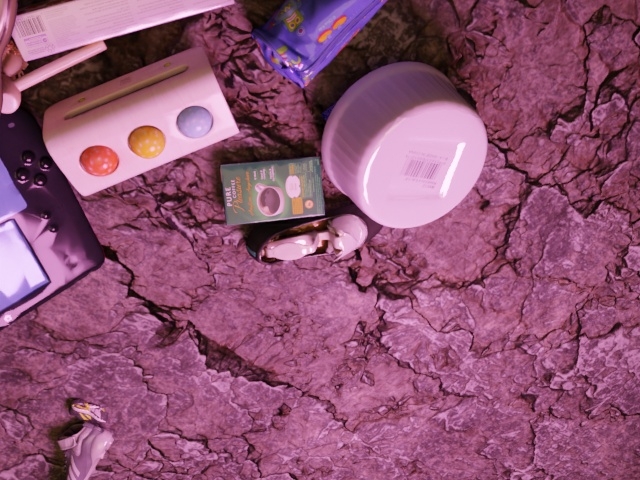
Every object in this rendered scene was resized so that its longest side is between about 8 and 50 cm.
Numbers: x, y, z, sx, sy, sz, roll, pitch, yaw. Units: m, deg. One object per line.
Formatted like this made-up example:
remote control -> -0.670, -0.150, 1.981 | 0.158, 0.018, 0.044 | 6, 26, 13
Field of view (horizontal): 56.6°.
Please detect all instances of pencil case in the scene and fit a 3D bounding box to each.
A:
pencil case -> 0.035, -0.379, 0.938 | 0.306, 0.133, 0.119 | -41, 140, 9

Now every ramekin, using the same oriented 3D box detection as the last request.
ramekin -> 0.153, -0.154, 1.034 | 0.277, 0.135, 0.277 | -14, 131, -16

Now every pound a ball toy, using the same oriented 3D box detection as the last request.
pound a ball toy -> -0.310, -0.196, 0.911 | 0.319, 0.136, 0.208 | -23, 137, -2

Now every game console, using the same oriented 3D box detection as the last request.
game console -> -0.563, -0.001, 0.915 | 0.386, 0.060, 0.342 | -38, 122, -32

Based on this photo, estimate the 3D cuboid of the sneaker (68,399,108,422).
sneaker -> -0.482, 0.358, 1.234 | 0.083, 0.031, 0.035 | 35, 117, -21

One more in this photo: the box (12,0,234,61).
box -> -0.293, -0.348, 0.885 | 0.324, 0.063, 0.067 | -22, 126, -12

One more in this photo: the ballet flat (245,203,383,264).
ballet flat -> 0.000, 0.000, 1.131 | 0.280, 0.096, 0.095 | -14, 115, -7

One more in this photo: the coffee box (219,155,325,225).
coffee box -> -0.088, -0.093, 1.086 | 0.184, 0.040, 0.113 | -8, 102, -10

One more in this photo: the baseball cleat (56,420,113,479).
baseball cleat -> -0.519, 0.462, 1.261 | 0.109, 0.072, 0.206 | 33, 104, -7

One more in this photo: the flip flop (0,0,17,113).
flip flop -> -0.476, -0.241, 0.791 | 0.080, 0.112, 0.277 | -5, 126, -55

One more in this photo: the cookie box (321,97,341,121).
cookie box -> 0.071, -0.223, 1.071 | 0.107, 0.040, 0.092 | -36, 119, 6

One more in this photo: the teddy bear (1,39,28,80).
teddy bear -> -0.570, -0.353, 0.836 | 0.245, 0.113, 0.338 | -36, 126, 12
